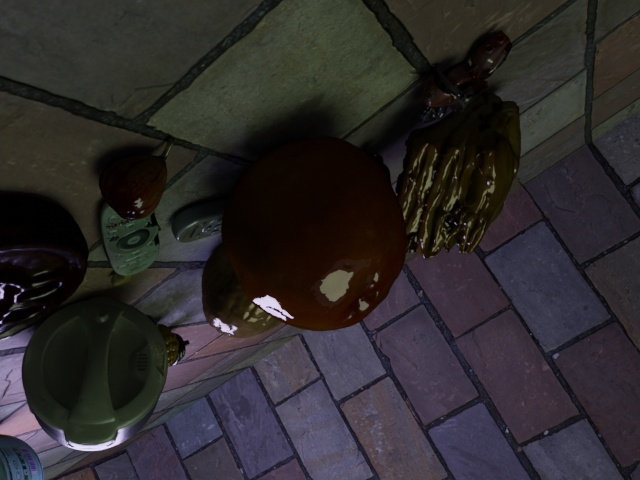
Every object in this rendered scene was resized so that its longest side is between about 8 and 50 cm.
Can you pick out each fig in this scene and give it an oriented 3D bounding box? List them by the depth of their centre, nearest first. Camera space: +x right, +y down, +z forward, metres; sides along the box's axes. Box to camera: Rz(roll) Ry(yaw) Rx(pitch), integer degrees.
[{"bbox_3d":[-0.243,-0.089,0.855,0.125,0.089,0.089,-45,172,-23],"label":"fig"}]

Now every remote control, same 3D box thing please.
[{"bbox_3d":[-0.317,-0.010,1.023,0.097,0.045,0.256,-25,162,-25],"label":"remote control"},{"bbox_3d":[-0.170,-0.053,1.166,0.244,0.047,0.087,-19,158,-37],"label":"remote control"}]

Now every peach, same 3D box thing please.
[{"bbox_3d":[0.000,0.000,1.074,0.342,0.301,0.343,-30,145,-24],"label":"peach"}]

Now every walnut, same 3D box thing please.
[{"bbox_3d":[-0.154,0.097,1.381,0.261,0.225,0.225,-51,159,23],"label":"walnut"}]

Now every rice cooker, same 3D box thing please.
[{"bbox_3d":[-0.457,0.279,1.253,0.288,0.288,0.277,-23,165,-27],"label":"rice cooker"}]

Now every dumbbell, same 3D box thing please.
[{"bbox_3d":[-0.456,0.314,1.722,0.208,0.099,0.099,-13,158,-47],"label":"dumbbell"}]

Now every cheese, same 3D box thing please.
[{"bbox_3d":[-0.376,0.061,1.166,0.044,0.030,0.083,-30,173,-29],"label":"cheese"}]

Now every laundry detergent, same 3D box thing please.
[{"bbox_3d":[-0.891,0.631,1.547,0.287,0.287,0.305,-27,165,-13],"label":"laundry detergent"}]

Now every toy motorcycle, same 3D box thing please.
[{"bbox_3d":[0.264,-0.300,1.129,0.212,0.084,0.118,-41,163,10],"label":"toy motorcycle"}]

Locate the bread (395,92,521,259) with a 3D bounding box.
[{"bbox_3d":[0.323,-0.132,1.339,0.370,0.191,0.314,-30,136,-45],"label":"bread"}]

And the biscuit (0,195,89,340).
[{"bbox_3d":[-0.516,0.082,0.845,0.407,0.091,0.407,-29,166,-8],"label":"biscuit"}]

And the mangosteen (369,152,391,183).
[{"bbox_3d":[0.090,-0.091,1.339,0.184,0.172,0.172,-52,163,4],"label":"mangosteen"}]

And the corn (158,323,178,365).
[{"bbox_3d":[-0.510,0.296,1.505,0.344,0.131,0.131,-12,157,-46],"label":"corn"}]
